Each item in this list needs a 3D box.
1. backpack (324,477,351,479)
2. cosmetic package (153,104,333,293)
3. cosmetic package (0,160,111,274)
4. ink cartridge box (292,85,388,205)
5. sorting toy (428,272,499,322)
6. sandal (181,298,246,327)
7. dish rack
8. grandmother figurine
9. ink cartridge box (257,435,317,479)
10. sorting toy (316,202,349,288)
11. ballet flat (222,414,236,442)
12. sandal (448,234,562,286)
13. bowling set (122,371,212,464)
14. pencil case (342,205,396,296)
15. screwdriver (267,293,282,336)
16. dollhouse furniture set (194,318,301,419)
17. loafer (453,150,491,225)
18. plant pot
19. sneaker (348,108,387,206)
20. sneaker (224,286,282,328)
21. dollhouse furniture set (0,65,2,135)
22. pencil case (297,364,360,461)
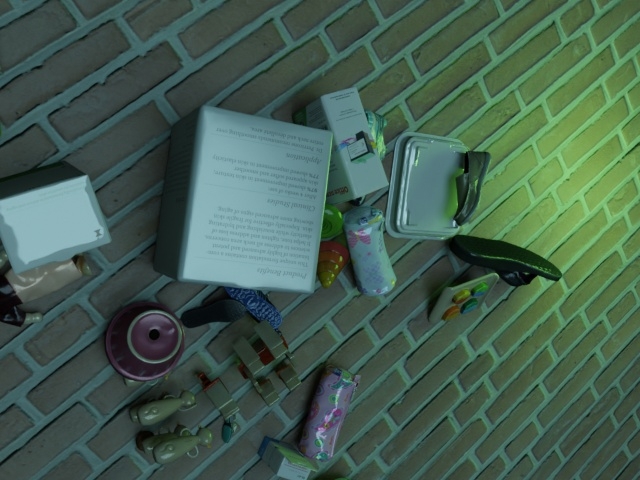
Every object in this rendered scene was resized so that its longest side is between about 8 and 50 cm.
[{"bbox_3d":[0.061,0.915,2.051,0.290,0.273,0.356,-6,90,-20],"label":"backpack"},{"bbox_3d":[-0.199,-0.088,1.628,0.329,0.327,0.394,9,88,-24],"label":"cosmetic package"},{"bbox_3d":[-0.596,-0.063,1.432,0.197,0.365,0.155,-21,109,-24],"label":"cosmetic package"},{"bbox_3d":[0.051,-0.247,1.804,0.117,0.201,0.278,-20,94,-25],"label":"ink cartridge box"},{"bbox_3d":[0.471,0.195,2.177,0.208,0.038,0.193,-12,144,-24],"label":"sorting toy"},{"bbox_3d":[-0.289,0.193,1.807,0.179,0.040,0.067,-12,104,7],"label":"sandal"},{"bbox_3d":[0.351,-0.164,2.091,0.285,0.072,0.333,3,97,-28],"label":"dish rack"},{"bbox_3d":[-0.716,0.115,1.557,0.342,0.104,0.208,-26,113,-19],"label":"grandmother figurine"},{"bbox_3d":[-0.097,0.645,1.933,0.104,0.180,0.060,29,85,-29],"label":"ink cartridge box"},{"bbox_3d":[0.000,0.000,1.815,0.127,0.126,0.366,-3,136,10],"label":"sorting toy"},{"bbox_3d":[-0.257,0.525,1.909,0.041,0.041,0.114,-3,101,-28],"label":"ballet flat"},{"bbox_3d":[0.614,0.078,2.247,0.445,0.167,0.107,13,118,-22],"label":"sandal"},{"bbox_3d":[-0.415,0.469,1.765,0.154,0.200,0.287,-15,64,-30],"label":"bowling set"},{"bbox_3d":[0.144,0.032,1.967,0.124,0.113,0.273,-17,118,-6],"label":"pencil case"},{"bbox_3d":[-0.132,0.232,1.936,0.025,0.024,0.170,-22,104,-54],"label":"screwdriver"},{"bbox_3d":[-0.200,0.355,1.831,0.259,0.135,0.262,-34,145,-14],"label":"dollhouse furniture set"},{"bbox_3d":[0.451,-0.166,2.064,0.087,0.094,0.251,20,79,-5],"label":"loafer"},{"bbox_3d":[-0.427,0.246,1.652,0.201,0.180,0.201,5,76,-22],"label":"plant pot"},{"bbox_3d":[0.143,-0.237,1.947,0.122,0.110,0.283,-3,106,-41],"label":"sneaker"},{"bbox_3d":[-0.201,0.158,1.855,0.081,0.090,0.232,-41,94,-15],"label":"sneaker"},{"bbox_3d":[-0.817,-0.361,1.433,0.197,0.151,0.302,-1,82,-49],"label":"dollhouse furniture set"},{"bbox_3d":[0.027,0.519,2.011,0.124,0.124,0.284,20,90,-29],"label":"pencil case"}]
